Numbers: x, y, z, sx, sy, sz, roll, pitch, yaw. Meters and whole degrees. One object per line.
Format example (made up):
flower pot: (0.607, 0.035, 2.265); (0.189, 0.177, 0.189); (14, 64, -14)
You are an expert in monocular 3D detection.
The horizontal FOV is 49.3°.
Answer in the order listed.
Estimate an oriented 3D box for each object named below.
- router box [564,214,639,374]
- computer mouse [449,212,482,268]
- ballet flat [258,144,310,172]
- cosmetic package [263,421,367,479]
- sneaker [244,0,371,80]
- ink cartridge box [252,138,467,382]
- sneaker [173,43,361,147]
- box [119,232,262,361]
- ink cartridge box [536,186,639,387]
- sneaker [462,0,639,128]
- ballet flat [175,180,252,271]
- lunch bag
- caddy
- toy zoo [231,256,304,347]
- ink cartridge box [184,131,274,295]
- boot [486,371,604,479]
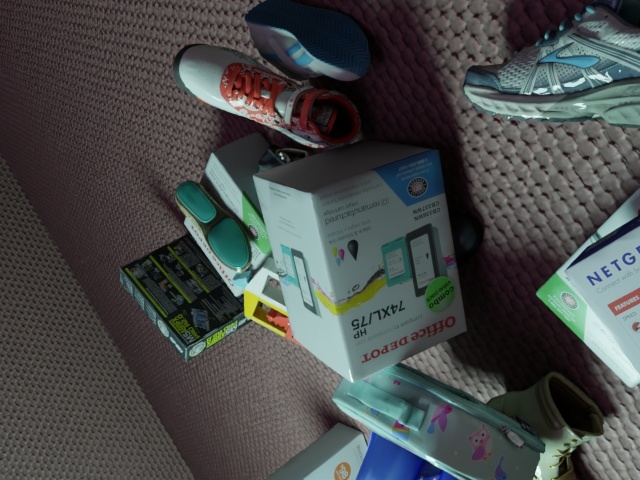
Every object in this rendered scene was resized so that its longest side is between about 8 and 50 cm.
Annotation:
router box: (0.424, 0.053, 0.539); (0.335, 0.082, 0.301); (-39, 81, 37)
computer mouse: (0.167, 0.035, 1.046); (0.071, 0.041, 0.242); (50, 148, 14)
ballet flat: (-0.026, -0.113, 1.170); (0.203, 0.074, 0.074); (30, 138, 37)
cosmetic package: (0.021, 0.639, 1.526); (0.097, 0.284, 0.377); (4, 119, 52)
sneaker: (-0.011, -0.277, 1.013); (0.229, 0.087, 0.092); (35, 158, 36)
ink cartridge box: (0.056, 0.017, 0.989); (0.197, 0.198, 0.270); (24, 131, 61)
sneaker: (-0.066, -0.209, 0.999); (0.145, 0.270, 0.090); (17, 85, 58)
box: (-0.300, 0.119, 1.619); (0.270, 0.216, 0.060); (44, 146, 23)
ink cartridge box: (0.352, 0.039, 0.736); (0.153, 0.087, 0.208); (48, 146, 18)
sneaker: (0.268, -0.179, 0.690); (0.283, 0.110, 0.122); (15, 109, 47)
ballet flat: (-0.187, -0.024, 1.270); (0.206, 0.073, 0.067); (53, 174, 16)
lunch bag: (0.158, 0.250, 0.970); (0.224, 0.108, 0.279); (36, 167, -29)
caddy: (0.182, 0.446, 1.245); (0.241, 0.179, 0.341); (22, 137, 13)
toy zoo: (-0.033, 0.136, 1.309); (0.293, 0.030, 0.192); (28, 144, 3)
ink cartridge box: (-0.142, -0.042, 1.350); (0.201, 0.117, 0.278); (54, 148, 10)
boot: (0.341, 0.296, 0.980); (0.213, 0.077, 0.165); (57, 148, 13)
